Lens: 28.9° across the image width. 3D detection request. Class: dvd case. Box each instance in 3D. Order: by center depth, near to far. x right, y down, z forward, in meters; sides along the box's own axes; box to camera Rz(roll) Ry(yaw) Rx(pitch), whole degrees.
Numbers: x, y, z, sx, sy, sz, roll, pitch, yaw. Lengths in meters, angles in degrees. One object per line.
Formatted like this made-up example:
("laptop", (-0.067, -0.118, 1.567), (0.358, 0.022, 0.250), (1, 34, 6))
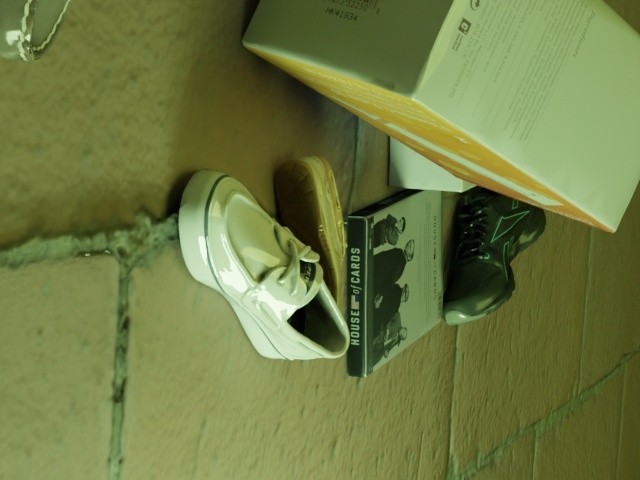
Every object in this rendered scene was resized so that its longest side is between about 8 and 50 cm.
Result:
("dvd case", (0.089, 0.037, 1.421), (0.238, 0.029, 0.179), (-25, 118, -63))

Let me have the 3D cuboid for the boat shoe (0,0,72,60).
("boat shoe", (-0.120, -0.250, 0.732), (0.116, 0.096, 0.324), (-116, -133, -86))

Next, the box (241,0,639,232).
("box", (0.138, -0.161, 1.123), (0.345, 0.215, 0.168), (25, 89, -46))

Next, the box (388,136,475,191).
("box", (0.152, -0.134, 1.448), (0.170, 0.091, 0.130), (-22, 115, -62))

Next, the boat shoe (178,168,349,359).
("boat shoe", (-0.039, 0.025, 1.074), (0.258, 0.084, 0.095), (55, 46, -55))

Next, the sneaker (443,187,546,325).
("sneaker", (0.208, 0.007, 1.630), (0.106, 0.101, 0.267), (58, 40, -21))

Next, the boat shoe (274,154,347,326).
("boat shoe", (0.000, 0.000, 1.179), (0.059, 0.063, 0.170), (-34, 124, -52))
